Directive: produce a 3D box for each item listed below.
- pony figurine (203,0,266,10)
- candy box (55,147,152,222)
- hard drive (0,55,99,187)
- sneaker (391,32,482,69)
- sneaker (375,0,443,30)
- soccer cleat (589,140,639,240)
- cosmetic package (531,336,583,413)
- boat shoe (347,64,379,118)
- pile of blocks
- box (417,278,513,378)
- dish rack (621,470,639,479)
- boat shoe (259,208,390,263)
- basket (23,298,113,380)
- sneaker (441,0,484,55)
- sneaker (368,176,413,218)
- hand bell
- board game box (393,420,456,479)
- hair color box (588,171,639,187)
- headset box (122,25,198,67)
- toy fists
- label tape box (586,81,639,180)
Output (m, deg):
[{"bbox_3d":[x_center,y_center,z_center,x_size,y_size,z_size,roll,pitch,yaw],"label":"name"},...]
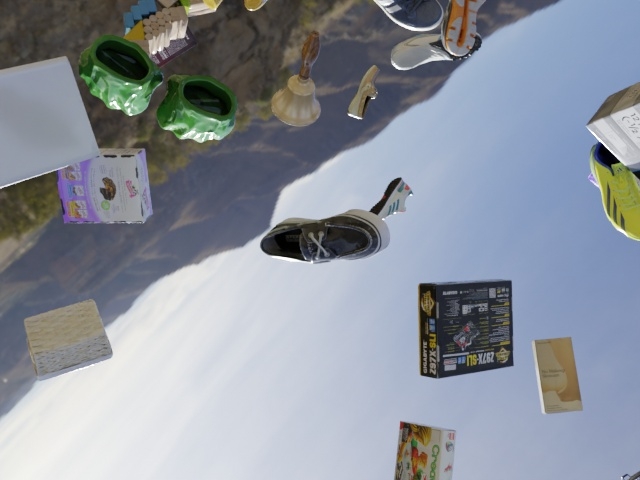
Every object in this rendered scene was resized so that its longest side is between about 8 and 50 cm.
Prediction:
[{"bbox_3d":[-0.075,-0.650,1.397,0.363,0.303,0.351,-49,178,-19],"label":"pony figurine"},{"bbox_3d":[-0.502,-0.128,1.613,0.196,0.164,0.070,1,-159,5],"label":"candy box"},{"bbox_3d":[-0.609,-0.219,1.343,0.319,0.210,0.040,-28,-159,-38],"label":"hard drive"},{"bbox_3d":[0.298,-0.507,1.799,0.237,0.085,0.086,-7,-129,20],"label":"sneaker"},{"bbox_3d":[0.224,-0.776,2.122,0.131,0.350,0.148,-53,169,-2],"label":"sneaker"},{"bbox_3d":[0.739,-0.131,1.704,0.093,0.121,0.289,-14,-122,2],"label":"soccer cleat"},{"bbox_3d":[0.370,0.211,1.088,0.060,0.115,0.041,-8,166,9],"label":"cosmetic package"},{"bbox_3d":[0.116,-0.361,1.700,0.135,0.045,0.050,-64,163,10],"label":"boat shoe"},{"bbox_3d":[-0.417,-0.567,1.795,0.362,0.149,0.112,-48,-178,-26],"label":"pile of blocks"},{"bbox_3d":[0.416,0.241,1.960,0.322,0.257,0.079,-1,-179,-36],"label":"box"},{"bbox_3d":[0.715,0.417,1.339,0.271,0.074,0.208,-5,140,-39],"label":"dish rack"},{"bbox_3d":[0.000,0.000,1.436,0.301,0.108,0.102,3,-157,39],"label":"boat shoe"},{"bbox_3d":[-0.553,0.214,1.516,0.167,0.113,0.103,-17,146,-22],"label":"basket"},{"bbox_3d":[0.308,-0.511,1.506,0.083,0.084,0.214,-123,-132,-74],"label":"sneaker"},{"bbox_3d":[0.184,-0.082,1.800,0.161,0.075,0.057,-55,-157,-11],"label":"sneaker"},{"bbox_3d":[-0.038,-0.395,1.624,0.126,0.126,0.242,-52,170,-33],"label":"hand bell"},{"bbox_3d":[0.275,0.656,1.881,0.193,0.053,0.305,-12,-113,59],"label":"board game box"},{"bbox_3d":[1.043,-0.158,2.182,0.185,0.339,0.110,-39,162,-14],"label":"hair color box"},{"bbox_3d":[-0.517,-0.539,1.990,0.293,0.110,0.218,-35,-155,-7],"label":"headset box"},{"bbox_3d":[-0.280,-0.257,1.205,0.142,0.279,0.096,-31,-138,60],"label":"toy fists"},{"bbox_3d":[0.785,-0.241,1.496,0.115,0.249,0.348,-48,-173,-12],"label":"label tape box"}]
